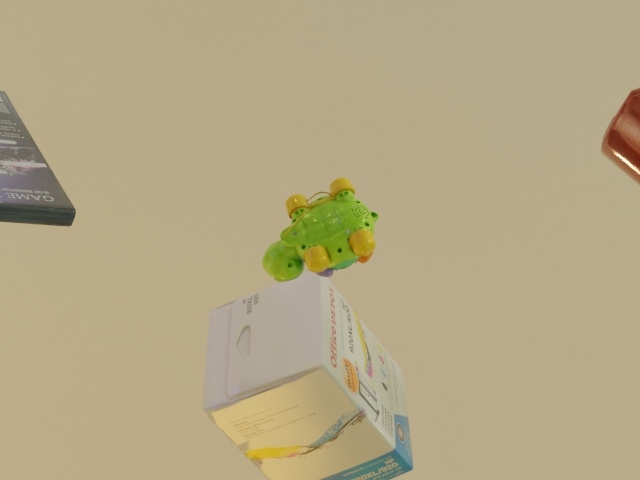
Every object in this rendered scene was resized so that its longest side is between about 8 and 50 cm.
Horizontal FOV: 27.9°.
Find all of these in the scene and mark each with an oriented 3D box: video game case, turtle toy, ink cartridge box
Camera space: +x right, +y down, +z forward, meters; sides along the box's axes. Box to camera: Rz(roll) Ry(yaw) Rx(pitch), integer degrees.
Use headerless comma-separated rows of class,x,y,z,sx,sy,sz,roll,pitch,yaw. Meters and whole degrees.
video game case,-0.400,-0.102,1.400,0.196,0.274,0.026,4,-58,-35
turtle toy,0.000,0.000,1.322,0.130,0.095,0.066,-21,-35,1
ink cartridge box,-0.014,0.186,1.603,0.168,0.171,0.232,-23,-50,18

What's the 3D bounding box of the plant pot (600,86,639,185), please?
plant pot,0.461,-0.099,1.366,0.265,0.272,0.272,37,-65,15
